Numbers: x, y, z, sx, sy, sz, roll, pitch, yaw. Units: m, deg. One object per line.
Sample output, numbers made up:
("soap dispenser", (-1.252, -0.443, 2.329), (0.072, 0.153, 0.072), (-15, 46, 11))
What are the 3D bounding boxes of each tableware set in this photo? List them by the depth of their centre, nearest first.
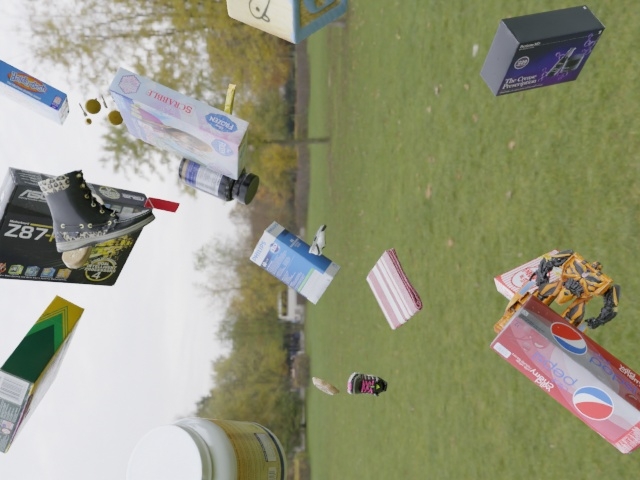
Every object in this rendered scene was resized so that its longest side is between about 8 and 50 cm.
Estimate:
("tableware set", (-0.662, -0.402, 1.930), (0.024, 0.154, 0.104), (2, 117, 63))

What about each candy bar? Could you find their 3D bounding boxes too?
("candy bar", (-0.305, -0.440, 2.072), (0.040, 0.018, 0.161), (27, 113, 45))

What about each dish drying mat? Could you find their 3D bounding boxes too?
("dish drying mat", (-0.396, -0.089, 1.556), (0.032, 0.083, 0.008), (-59, 40, 24))

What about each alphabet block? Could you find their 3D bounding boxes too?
("alphabet block", (-0.072, -0.567, 1.322), (0.193, 0.197, 0.192), (-42, -32, -34))

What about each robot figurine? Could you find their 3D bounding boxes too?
("robot figurine", (0.565, 0.153, 1.469), (0.211, 0.291, 0.085), (43, 177, 26))

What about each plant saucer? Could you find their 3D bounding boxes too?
("plant saucer", (0.012, 0.402, 1.700), (0.015, 0.083, 0.083), (-60, -9, -22))

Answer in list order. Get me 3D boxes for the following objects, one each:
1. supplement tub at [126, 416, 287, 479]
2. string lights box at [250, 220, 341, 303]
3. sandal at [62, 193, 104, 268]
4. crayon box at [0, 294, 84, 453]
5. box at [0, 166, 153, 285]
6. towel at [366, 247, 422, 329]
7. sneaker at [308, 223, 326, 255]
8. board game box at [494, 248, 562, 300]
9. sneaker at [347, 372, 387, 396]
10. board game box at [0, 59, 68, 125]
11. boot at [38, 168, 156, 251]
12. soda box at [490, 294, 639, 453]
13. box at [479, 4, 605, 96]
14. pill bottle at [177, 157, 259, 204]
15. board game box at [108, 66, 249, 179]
("supplement tub", (-0.240, 0.506, 1.353), (0.316, 0.228, 0.228), (33, -129, -57))
("string lights box", (-0.081, 0.071, 1.974), (0.133, 0.260, 0.077), (-57, -4, 35))
("sandal", (-0.608, -0.049, 1.571), (0.079, 0.088, 0.240), (85, -177, -54))
("crayon box", (-0.851, 0.390, 1.827), (0.363, 0.106, 0.313), (-56, 13, 32))
("box", (-0.724, -0.023, 1.768), (0.318, 0.395, 0.097), (-58, 48, 21))
("towel", (0.263, 0.184, 2.247), (0.237, 0.037, 0.329), (64, 163, 15))
("sneaker", (0.000, 0.000, 1.912), (0.040, 0.044, 0.109), (123, 171, -65))
("board game box", (0.579, 0.104, 1.630), (0.147, 0.194, 0.045), (-125, 11, -67))
("sneaker", (0.144, 0.430, 1.848), (0.170, 0.075, 0.063), (17, -100, -54))
("board game box", (-0.667, -0.338, 1.434), (0.047, 0.160, 0.210), (-66, 20, -8))
("boot", (-0.526, -0.085, 1.456), (0.085, 0.236, 0.178), (-141, 34, -78))
("soda box", (0.413, 0.211, 0.998), (0.092, 0.263, 0.083), (-30, -26, -50))
("box", (0.581, -0.500, 1.641), (0.184, 0.261, 0.103), (97, 155, -54))
("pill bottle", (-0.298, -0.188, 1.833), (0.123, 0.219, 0.122), (23, -90, -81))
("board game box", (-0.339, -0.277, 1.548), (0.318, 0.318, 0.065), (129, 164, -78))
